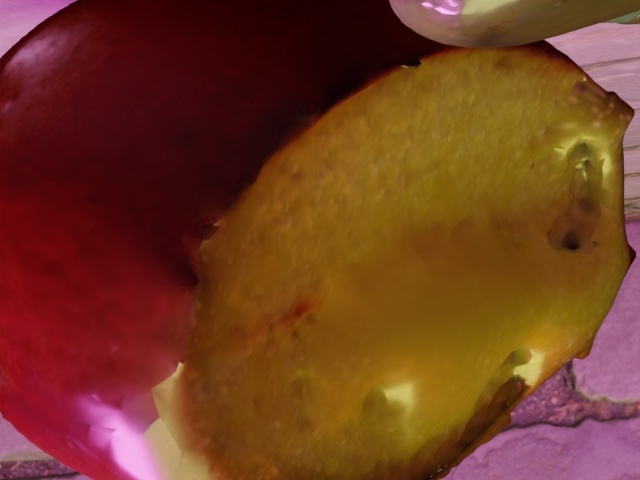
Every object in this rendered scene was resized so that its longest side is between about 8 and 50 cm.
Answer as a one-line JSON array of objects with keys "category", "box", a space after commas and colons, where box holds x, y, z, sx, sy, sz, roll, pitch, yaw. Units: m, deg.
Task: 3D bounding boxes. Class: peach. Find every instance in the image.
[{"category": "peach", "box": [0.000, 0.000, 0.941, 0.338, 0.281, 0.281, 3, 174, -9]}]

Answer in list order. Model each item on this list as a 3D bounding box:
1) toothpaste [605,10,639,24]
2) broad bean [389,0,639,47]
[{"category": "toothpaste", "box": [0.210, -0.135, 1.058, 0.205, 0.036, 0.056, -7, 178, -43]}, {"category": "broad bean", "box": [0.118, -0.128, 0.640, 0.228, 0.100, 0.169, -12, 179, 41]}]
